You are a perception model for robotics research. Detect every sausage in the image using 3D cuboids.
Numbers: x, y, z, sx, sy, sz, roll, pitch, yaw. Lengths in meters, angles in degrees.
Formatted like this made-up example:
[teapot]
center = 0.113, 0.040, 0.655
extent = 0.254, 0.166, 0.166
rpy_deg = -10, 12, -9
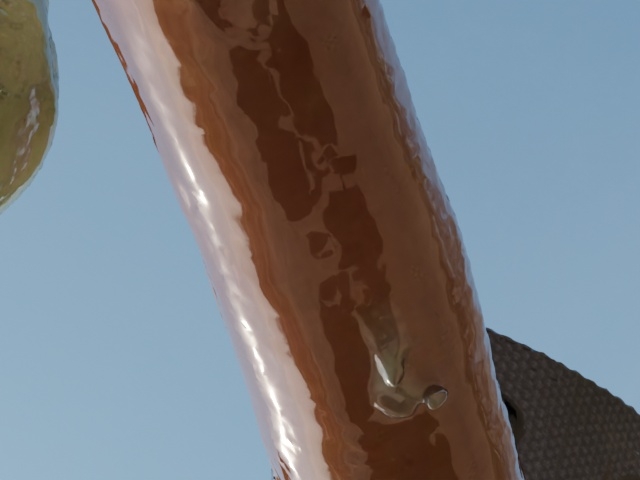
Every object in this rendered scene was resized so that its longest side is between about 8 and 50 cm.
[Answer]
[sausage]
center = 0.000, 0.000, 0.593
extent = 0.094, 0.094, 0.419
rpy_deg = -11, -61, 14

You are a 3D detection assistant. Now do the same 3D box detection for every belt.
[belt]
center = 0.080, 0.130, 0.891
extent = 0.230, 0.139, 0.126
rpy_deg = 31, -119, -26

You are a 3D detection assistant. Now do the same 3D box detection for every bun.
[bun]
center = -0.293, -0.111, 1.146
extent = 0.244, 0.244, 0.153
rpy_deg = -59, -27, -1
